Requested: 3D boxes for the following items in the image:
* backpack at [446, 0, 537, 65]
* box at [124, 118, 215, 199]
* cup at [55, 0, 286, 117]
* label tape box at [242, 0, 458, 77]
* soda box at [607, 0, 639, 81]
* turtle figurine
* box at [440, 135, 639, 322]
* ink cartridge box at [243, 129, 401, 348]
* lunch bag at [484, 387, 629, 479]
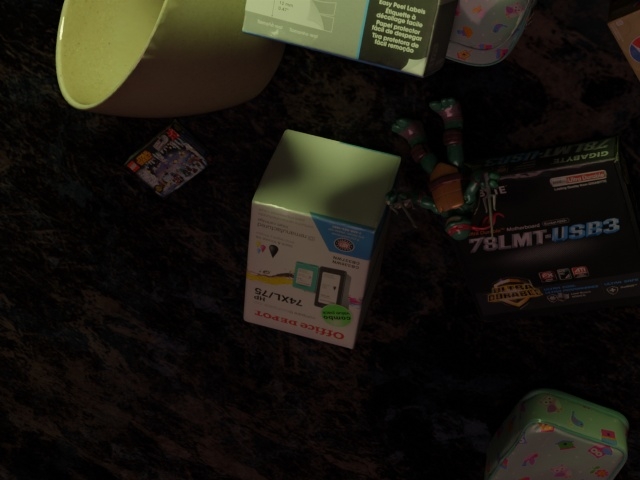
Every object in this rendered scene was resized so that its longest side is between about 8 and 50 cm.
[{"bbox_3d":[0.208,-0.326,1.458,0.166,0.144,0.188,17,133,1],"label":"backpack"},{"bbox_3d":[-0.258,-0.137,1.862,0.094,0.027,0.137,42,130,-18],"label":"box"},{"bbox_3d":[-0.187,-0.305,1.526,0.237,0.331,0.331,17,141,-36],"label":"cup"},{"bbox_3d":[0.059,-0.400,1.338,0.249,0.115,0.347,17,113,16],"label":"label tape box"},{"bbox_3d":[0.461,-0.252,1.497,0.061,0.058,0.181,-21,120,32],"label":"soda box"},{"bbox_3d":[0.185,-0.086,1.631,0.175,0.234,0.118,-18,159,17],"label":"turtle figurine"},{"bbox_3d":[0.360,-0.010,1.739,0.296,0.073,0.293,-8,128,24],"label":"box"},{"bbox_3d":[0.000,0.000,1.779,0.198,0.197,0.270,14,133,7],"label":"ink cartridge box"},{"bbox_3d":[0.443,0.406,2.052,0.224,0.107,0.279,17,135,-3],"label":"lunch bag"}]
